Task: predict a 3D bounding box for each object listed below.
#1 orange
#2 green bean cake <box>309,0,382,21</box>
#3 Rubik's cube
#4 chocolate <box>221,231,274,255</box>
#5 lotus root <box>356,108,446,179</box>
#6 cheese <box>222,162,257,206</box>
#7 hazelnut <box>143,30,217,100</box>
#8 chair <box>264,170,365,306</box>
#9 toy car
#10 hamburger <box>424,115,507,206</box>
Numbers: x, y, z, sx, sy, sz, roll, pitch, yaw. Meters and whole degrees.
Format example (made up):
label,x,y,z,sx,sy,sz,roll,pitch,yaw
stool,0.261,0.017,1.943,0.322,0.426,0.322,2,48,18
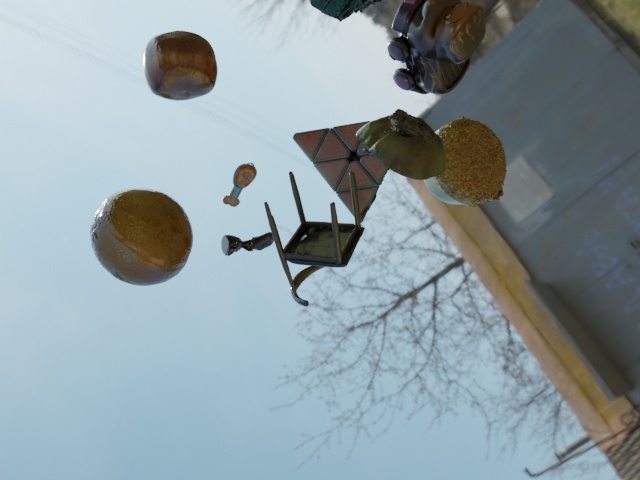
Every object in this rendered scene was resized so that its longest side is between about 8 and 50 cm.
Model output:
label,x,y,z,sx,sy,sz,roll,pitch,yaw
orange,-0.479,-0.011,1.869,0.274,0.274,0.274,42,-160,-19
green bean cake,0.068,-0.523,1.409,0.193,0.107,0.208,23,-132,-27
Rubik's cube,0.098,-0.186,1.779,0.229,0.233,0.228,-18,-74,-34
chocolate,-0.200,0.011,1.947,0.147,0.072,0.070,-1,-108,-21
lotus root,0.177,-0.206,1.407,0.183,0.078,0.204,39,-144,25
cheese,-0.167,-0.116,1.442,0.047,0.111,0.017,17,-150,-26
hazelnut,-0.286,-0.363,1.426,0.150,0.150,0.150,42,-160,-19
chair,0.000,0.000,1.551,0.188,0.166,0.272,-60,-33,-54
toy car,0.368,-0.583,2.074,0.240,0.271,0.340,26,157,34
hamburger,0.459,-0.245,2.191,0.294,0.179,0.275,7,-99,-30
